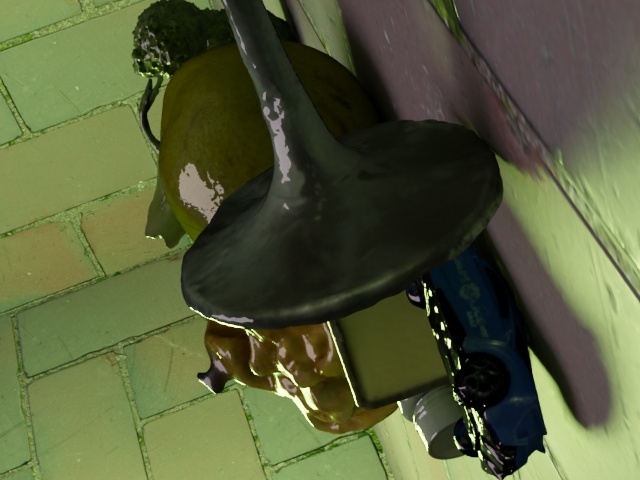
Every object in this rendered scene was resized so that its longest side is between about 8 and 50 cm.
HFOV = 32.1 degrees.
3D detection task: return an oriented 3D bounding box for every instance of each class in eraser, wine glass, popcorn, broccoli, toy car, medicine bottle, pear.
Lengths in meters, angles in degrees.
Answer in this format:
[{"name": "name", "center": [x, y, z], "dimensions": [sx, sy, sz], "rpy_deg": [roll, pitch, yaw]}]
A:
[{"name": "eraser", "center": [0.057, 0.041, 0.894], "dimensions": [0.058, 0.117, 0.172], "rpy_deg": [-118, 8, -63]}, {"name": "wine glass", "center": [-0.062, -0.169, 0.565], "dimensions": [0.267, 0.267, 0.406], "rpy_deg": [-118, 4, -63]}, {"name": "popcorn", "center": [-0.022, 0.069, 1.226], "dimensions": [0.297, 0.281, 0.316], "rpy_deg": [47, 177, 33]}, {"name": "broccoli", "center": [-0.129, -0.173, 1.494], "dimensions": [0.186, 0.254, 0.302], "rpy_deg": [-133, 41, -56]}, {"name": "toy car", "center": [0.101, 0.054, 0.757], "dimensions": [0.103, 0.063, 0.216], "rpy_deg": [76, 178, -58]}, {"name": "medicine bottle", "center": [0.101, 0.122, 0.986], "dimensions": [0.080, 0.080, 0.130], "rpy_deg": [74, 175, -51]}, {"name": "pear", "center": [-0.040, -0.069, 1.008], "dimensions": [0.269, 0.212, 0.212], "rpy_deg": [48, 166, 31]}]
